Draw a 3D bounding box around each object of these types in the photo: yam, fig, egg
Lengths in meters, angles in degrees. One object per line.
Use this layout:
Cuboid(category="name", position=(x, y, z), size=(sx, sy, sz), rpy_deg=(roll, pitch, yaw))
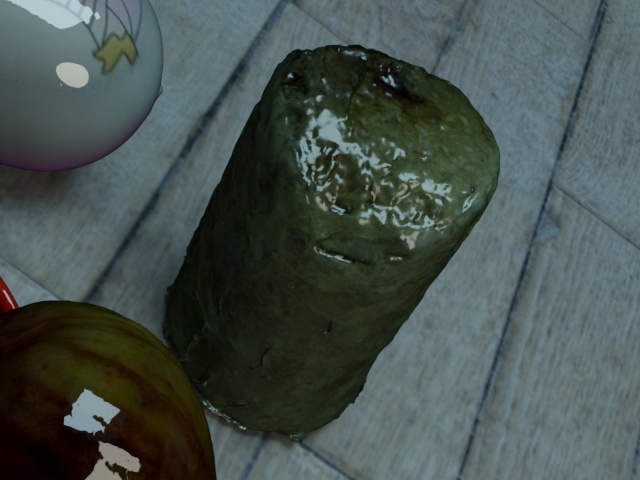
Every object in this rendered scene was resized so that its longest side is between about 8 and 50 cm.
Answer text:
Cuboid(category="yam", position=(0.000, 0.000, 1.269), size=(0.195, 0.300, 0.195), rpy_deg=(16, 44, -16))
Cuboid(category="fig", position=(-0.123, 0.181, 1.082), size=(0.321, 0.217, 0.217), rpy_deg=(42, 34, -31))
Cuboid(category="egg", position=(-0.252, -0.166, 1.277), size=(0.271, 0.196, 0.196), rpy_deg=(38, 38, -14))

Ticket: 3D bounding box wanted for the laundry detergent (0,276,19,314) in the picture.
Cuboid(category="laundry detergent", position=(-0.258, 0.047, 1.186), size=(0.097, 0.049, 0.165), rpy_deg=(13, 46, -33))
